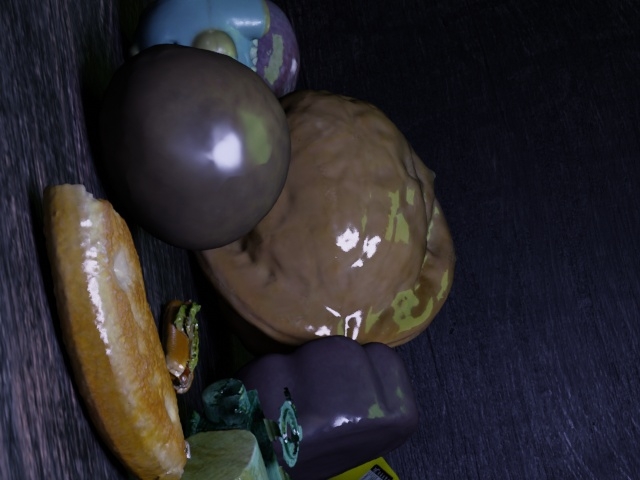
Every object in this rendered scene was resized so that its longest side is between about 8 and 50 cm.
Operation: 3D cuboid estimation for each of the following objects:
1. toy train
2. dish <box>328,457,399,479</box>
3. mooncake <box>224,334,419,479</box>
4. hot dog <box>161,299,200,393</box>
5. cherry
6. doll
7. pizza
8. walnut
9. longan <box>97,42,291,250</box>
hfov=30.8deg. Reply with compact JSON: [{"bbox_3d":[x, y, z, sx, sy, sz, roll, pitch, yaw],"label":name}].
[{"bbox_3d":[-0.059,0.290,1.171,0.189,0.126,0.307,-96,173,-61],"label":"toy train"},{"bbox_3d":[-0.008,0.336,1.715,0.108,0.221,0.262,-59,155,-19],"label":"dish"},{"bbox_3d":[-0.007,0.209,1.376,0.245,0.245,0.133,71,4,-63],"label":"mooncake"},{"bbox_3d":[-0.142,0.103,1.196,0.133,0.041,0.056,-98,175,-53],"label":"hot dog"},{"bbox_3d":[-0.123,-0.265,1.732,0.213,0.183,0.266,53,39,-62],"label":"cherry"},{"bbox_3d":[-0.127,-0.145,1.327,0.177,0.161,0.261,138,-57,-60],"label":"doll"},{"bbox_3d":[-0.158,0.075,0.900,0.134,0.056,0.271,-94,170,-56],"label":"pizza"},{"bbox_3d":[-0.003,-0.004,1.555,0.383,0.383,0.384,-12,90,-87],"label":"walnut"},{"bbox_3d":[-0.118,-0.090,1.112,0.212,0.198,0.198,71,7,-62],"label":"longan"}]
